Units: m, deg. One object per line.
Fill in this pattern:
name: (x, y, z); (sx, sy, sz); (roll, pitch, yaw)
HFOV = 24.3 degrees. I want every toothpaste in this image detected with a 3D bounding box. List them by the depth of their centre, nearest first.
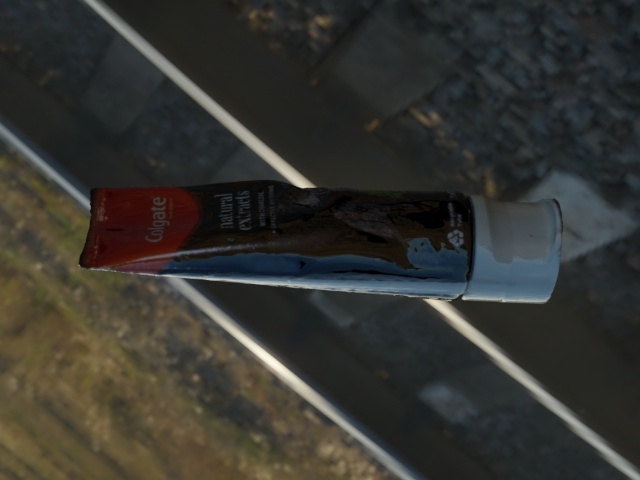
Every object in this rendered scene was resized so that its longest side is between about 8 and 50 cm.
toothpaste: (0.000, 0.000, 0.608); (0.193, 0.045, 0.071); (4, -153, -5)
